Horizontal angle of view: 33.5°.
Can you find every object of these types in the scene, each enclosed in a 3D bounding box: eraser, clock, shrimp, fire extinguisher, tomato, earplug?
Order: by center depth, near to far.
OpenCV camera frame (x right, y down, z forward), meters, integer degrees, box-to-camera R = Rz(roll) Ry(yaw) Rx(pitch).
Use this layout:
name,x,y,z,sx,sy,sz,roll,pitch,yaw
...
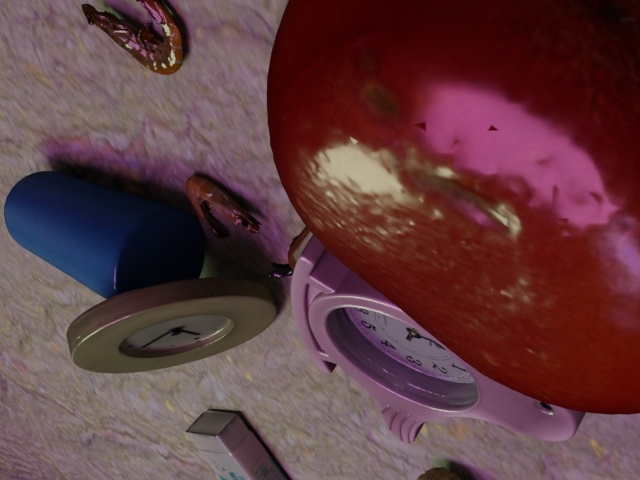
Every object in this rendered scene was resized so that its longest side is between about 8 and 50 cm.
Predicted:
name,x,y,z,sx,sy,sz,roll,pitch,yaw
tomato,0.133,-0.071,0.607,0.325,0.293,0.290,37,143,-10
clock,0.110,0.111,0.982,0.275,0.080,0.290,25,154,16
shrimp,-0.183,-0.211,1.031,0.127,0.025,0.091,29,145,15
fire extinguisher,0.000,0.000,1.042,0.177,0.062,0.050,130,135,-57
shrimp,-0.103,-0.025,1.157,0.114,0.023,0.083,32,149,28
clock,-0.165,0.097,1.199,0.235,0.235,0.029,129,130,-57
earplug,-0.277,-0.011,1.274,0.273,0.132,0.132,21,141,38
eraser,-0.096,0.345,1.536,0.095,0.052,0.225,-6,123,53

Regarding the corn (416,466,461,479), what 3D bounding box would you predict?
name,x,y,z,sx,sy,sz,roll,pitch,yaw
corn,0.161,0.380,1.271,0.086,0.086,0.288,16,137,37
